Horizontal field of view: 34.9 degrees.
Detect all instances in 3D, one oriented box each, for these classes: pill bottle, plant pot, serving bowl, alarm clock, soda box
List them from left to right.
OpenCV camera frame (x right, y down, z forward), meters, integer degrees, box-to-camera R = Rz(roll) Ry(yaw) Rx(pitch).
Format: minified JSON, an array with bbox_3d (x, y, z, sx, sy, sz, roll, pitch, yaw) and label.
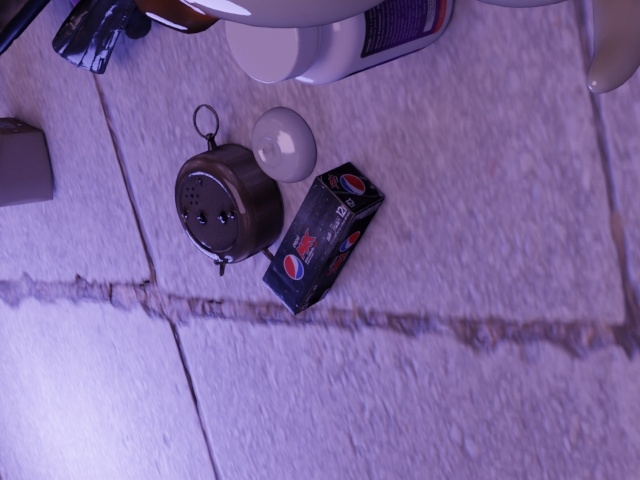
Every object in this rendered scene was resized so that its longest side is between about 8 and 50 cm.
[{"bbox_3d":[-0.435,-0.111,1.390,0.109,0.109,0.096,26,114,33],"label":"plant pot"},{"bbox_3d":[-0.112,-0.058,1.139,0.129,0.064,0.192,0,106,44],"label":"alarm clock"},{"bbox_3d":[-0.045,-0.098,1.076,0.083,0.027,0.083,21,124,36],"label":"serving bowl"},{"bbox_3d":[0.000,0.000,1.063,0.060,0.053,0.169,46,134,17],"label":"soda box"},{"bbox_3d":[0.016,-0.192,0.850,0.108,0.193,0.108,20,122,35],"label":"pill bottle"}]

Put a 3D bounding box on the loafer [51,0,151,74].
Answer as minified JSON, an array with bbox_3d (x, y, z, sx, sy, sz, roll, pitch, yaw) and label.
[{"bbox_3d":[-0.217,-0.264,1.135,0.078,0.076,0.223,34,134,-23],"label":"loafer"}]

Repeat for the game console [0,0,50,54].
[{"bbox_3d":[-0.364,-0.426,1.090,0.386,0.060,0.342,-36,94,32],"label":"game console"}]

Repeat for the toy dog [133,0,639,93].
[{"bbox_3d":[0.045,-0.256,0.635,0.284,0.408,0.396,0,109,44],"label":"toy dog"}]

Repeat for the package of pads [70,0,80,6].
[{"bbox_3d":[-0.290,-0.317,1.196,0.083,0.032,0.050,53,135,10],"label":"package of pads"}]
